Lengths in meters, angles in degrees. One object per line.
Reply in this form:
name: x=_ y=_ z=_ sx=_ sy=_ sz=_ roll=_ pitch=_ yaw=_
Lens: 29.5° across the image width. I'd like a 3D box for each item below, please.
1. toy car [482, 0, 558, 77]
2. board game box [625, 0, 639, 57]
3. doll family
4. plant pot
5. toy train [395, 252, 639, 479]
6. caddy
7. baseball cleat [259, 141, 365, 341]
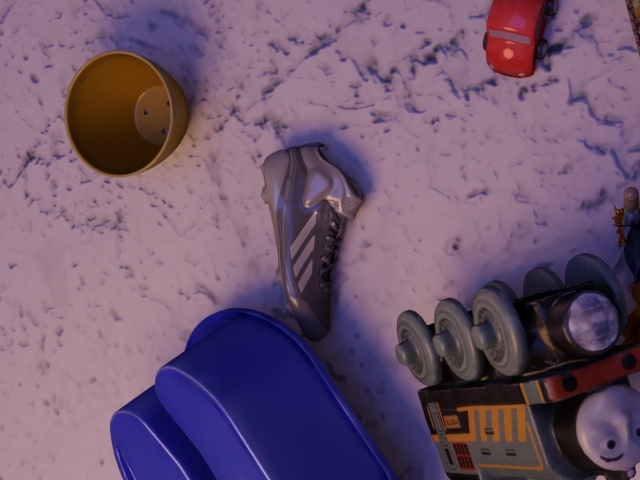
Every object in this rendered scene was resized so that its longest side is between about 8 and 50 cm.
toy car: x=0.190 y=-0.307 z=1.169 sx=0.239 sy=0.053 sz=0.225 roll=-46 pitch=77 yaw=19
board game box: x=0.373 y=-0.206 z=0.971 sx=0.232 sy=0.141 sz=0.291 roll=-21 pitch=46 yaw=24
doll family: x=0.301 y=0.040 z=1.080 sx=0.118 sy=0.163 sz=0.263 roll=-15 pitch=112 yaw=16
plant pot: x=-0.197 y=-0.137 z=1.325 sx=0.134 sy=0.095 sz=0.134 roll=2 pitch=95 yaw=22
toy train: x=0.182 y=0.128 z=1.088 sx=0.142 sy=0.334 sz=0.190 roll=-18 pitch=87 yaw=-19
caddy: x=-0.056 y=0.237 z=1.257 sx=0.341 sy=0.179 sz=0.241 roll=56 pitch=135 yaw=9
baseball cleat: x=0.000 y=0.000 z=1.267 sx=0.109 sy=0.072 sz=0.206 roll=-14 pitch=93 yaw=17
